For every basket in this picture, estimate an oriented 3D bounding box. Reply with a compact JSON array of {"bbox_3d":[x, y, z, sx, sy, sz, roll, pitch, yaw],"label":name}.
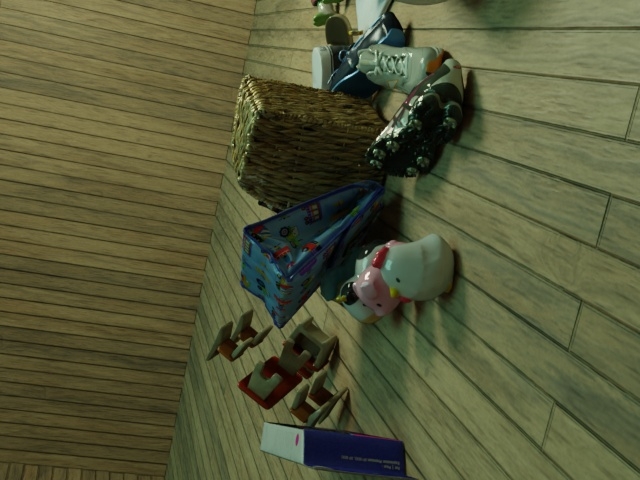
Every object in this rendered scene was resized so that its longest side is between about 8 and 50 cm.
[{"bbox_3d":[-0.029,-0.185,1.853,0.223,0.299,0.213,-114,34,-60],"label":"basket"}]

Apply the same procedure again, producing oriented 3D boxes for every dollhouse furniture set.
[{"bbox_3d":[-0.075,0.269,1.876,0.259,0.262,0.135,-30,-26,-57],"label":"dollhouse furniture set"}]

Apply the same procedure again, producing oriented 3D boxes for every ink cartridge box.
[{"bbox_3d":[0.022,0.359,1.562,0.371,0.176,0.069,159,120,-73],"label":"ink cartridge box"}]

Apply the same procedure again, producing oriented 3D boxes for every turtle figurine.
[{"bbox_3d":[-0.050,-0.708,2.380,0.198,0.275,0.266,-33,66,28],"label":"turtle figurine"}]

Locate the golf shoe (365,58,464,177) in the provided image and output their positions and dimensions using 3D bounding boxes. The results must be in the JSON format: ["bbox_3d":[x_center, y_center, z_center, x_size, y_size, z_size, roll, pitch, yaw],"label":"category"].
[{"bbox_3d":[0.170,-0.198,1.554,0.273,0.105,0.120,-42,25,58],"label":"golf shoe"}]

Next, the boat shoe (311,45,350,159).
[{"bbox_3d":[0.039,-0.292,2.061,0.108,0.102,0.301,-129,35,-65],"label":"boat shoe"}]

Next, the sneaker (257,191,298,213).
[{"bbox_3d":[-0.072,-0.053,2.189,0.281,0.162,0.106,-95,20,-44],"label":"sneaker"}]

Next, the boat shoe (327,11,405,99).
[{"bbox_3d":[0.102,-0.376,1.901,0.258,0.109,0.089,-36,50,47],"label":"boat shoe"}]

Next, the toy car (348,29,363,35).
[{"bbox_3d":[0.093,-0.426,1.991,0.122,0.040,0.060,-144,52,-58],"label":"toy car"}]

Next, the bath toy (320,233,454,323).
[{"bbox_3d":[0.104,0.063,1.536,0.348,0.129,0.151,160,117,-72],"label":"bath toy"}]

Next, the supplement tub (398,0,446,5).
[{"bbox_3d":[0.145,-0.554,1.544,0.331,0.241,0.241,-107,30,-60],"label":"supplement tub"}]

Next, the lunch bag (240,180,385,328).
[{"bbox_3d":[0.000,0.000,1.739,0.138,0.293,0.221,48,157,18],"label":"lunch bag"}]

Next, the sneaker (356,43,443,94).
[{"bbox_3d":[0.136,-0.313,1.661,0.262,0.121,0.099,-147,67,-74],"label":"sneaker"}]

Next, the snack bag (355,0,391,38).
[{"bbox_3d":[0.133,-0.636,2.039,0.342,0.037,0.323,116,157,-48],"label":"snack bag"}]

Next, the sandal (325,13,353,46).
[{"bbox_3d":[0.062,-0.411,2.110,0.079,0.088,0.240,-41,-45,-49],"label":"sandal"}]
